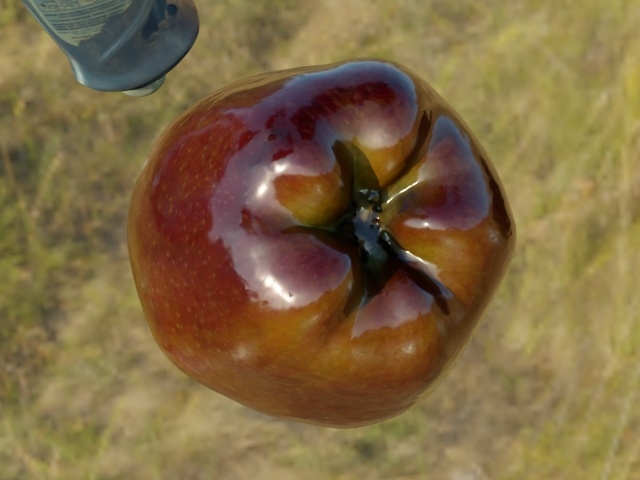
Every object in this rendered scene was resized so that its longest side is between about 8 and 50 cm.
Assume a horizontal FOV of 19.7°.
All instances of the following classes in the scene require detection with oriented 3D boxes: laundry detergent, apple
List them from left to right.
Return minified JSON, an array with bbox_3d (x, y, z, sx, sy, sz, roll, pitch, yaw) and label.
[{"bbox_3d":[-0.131,-0.149,1.108,0.096,0.206,0.061,-24,59,-1],"label":"laundry detergent"},{"bbox_3d":[0.000,0.000,1.397,0.288,0.288,0.317,-19,-2,-19],"label":"apple"}]
